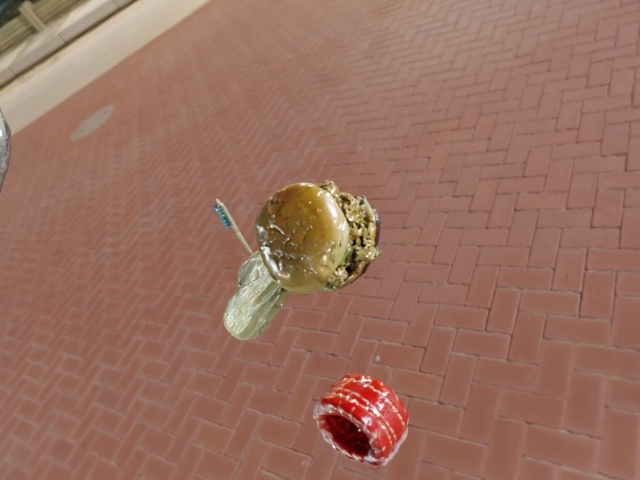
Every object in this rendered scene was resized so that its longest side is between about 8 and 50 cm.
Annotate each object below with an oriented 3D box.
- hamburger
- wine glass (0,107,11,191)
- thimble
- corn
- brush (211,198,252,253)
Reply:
[{"bbox_3d":[0.000,0.000,0.662,0.184,0.131,0.159,13,89,33],"label":"hamburger"},{"bbox_3d":[-0.580,-0.124,0.475,0.267,0.406,0.267,-1,85,16],"label":"wine glass"},{"bbox_3d":[0.085,0.383,1.060,0.189,0.163,0.125,16,37,35],"label":"thimble"},{"bbox_3d":[-0.150,0.134,1.228,0.305,0.122,0.123,-58,37,34],"label":"corn"},{"bbox_3d":[-0.100,-0.013,0.559,0.013,0.084,0.016,-40,46,-14],"label":"brush"}]
